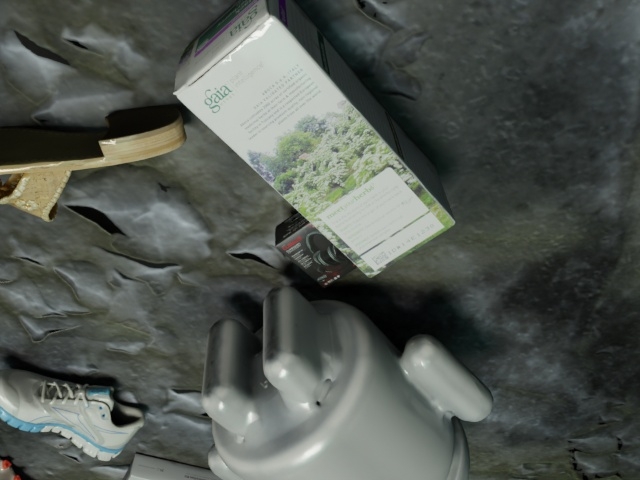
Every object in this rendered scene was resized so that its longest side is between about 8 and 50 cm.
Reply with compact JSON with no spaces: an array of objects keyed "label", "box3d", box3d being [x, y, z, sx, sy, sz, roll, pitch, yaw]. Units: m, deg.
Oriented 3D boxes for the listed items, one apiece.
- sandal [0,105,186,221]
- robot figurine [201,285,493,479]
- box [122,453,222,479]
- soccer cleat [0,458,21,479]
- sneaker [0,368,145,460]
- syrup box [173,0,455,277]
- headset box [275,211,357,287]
[{"label":"sandal","box3d":[-0.229,-0.052,0.568,0.240,0.088,0.079,-9,123,-1]},{"label":"robot figurine","box3d":[0.028,0.201,0.708,0.300,0.199,0.353,-28,124,20]},{"label":"box","box3d":[-0.221,0.382,0.949,0.145,0.038,0.186,20,124,-17]},{"label":"soccer cleat","box3d":[-0.422,0.351,0.901,0.076,0.068,0.196,-25,128,20]},{"label":"sneaker","box3d":[-0.288,0.187,0.779,0.083,0.071,0.191,-39,129,18]},{"label":"syrup box","box3d":[0.002,-0.085,0.544,0.093,0.096,0.237,-34,122,21]},{"label":"headset box","box3d":[0.000,0.000,0.653,0.062,0.032,0.083,-33,124,22]}]
